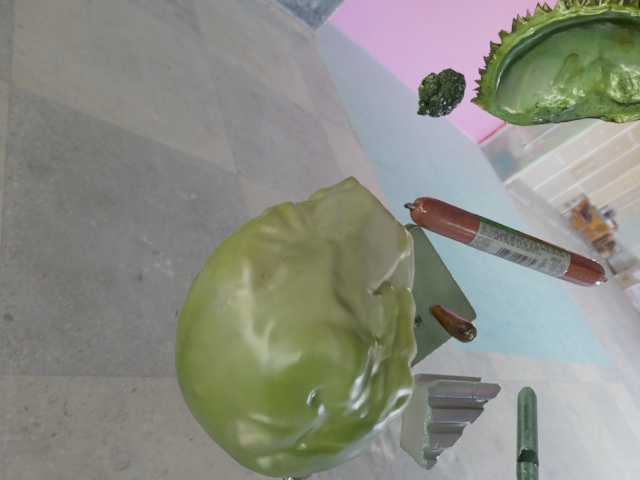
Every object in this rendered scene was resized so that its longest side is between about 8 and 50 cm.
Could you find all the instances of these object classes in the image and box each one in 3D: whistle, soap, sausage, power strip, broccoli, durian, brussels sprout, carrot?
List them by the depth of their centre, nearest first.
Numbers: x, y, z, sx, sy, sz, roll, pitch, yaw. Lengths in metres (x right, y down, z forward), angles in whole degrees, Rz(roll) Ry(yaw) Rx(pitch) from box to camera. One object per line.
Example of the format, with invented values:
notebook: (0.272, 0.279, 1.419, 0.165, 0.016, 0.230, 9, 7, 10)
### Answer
sausage: (0.174, 0.004, 0.445, 0.223, 0.029, 0.029, 19, 39, -15)
brussels sprout: (-0.019, 0.096, 0.517, 0.243, 0.316, 0.273, 35, 28, 0)
carrot: (0.189, 0.118, 0.700, 0.032, 0.032, 0.093, 39, 1, -22)
durian: (0.434, -0.293, 0.806, 0.163, 0.394, 0.198, -1, 102, -53)
power strip: (0.142, 0.100, 0.851, 0.198, 0.064, 0.213, -28, 81, -25)
whistle: (0.598, 0.570, 1.413, 0.062, 0.062, 0.312, 42, 43, -18)
broccoli: (0.346, -0.423, 1.419, 0.146, 0.162, 0.138, 10, 32, -46)
soap: (0.409, 0.561, 1.542, 0.302, 0.159, 0.257, 9, 83, -23)

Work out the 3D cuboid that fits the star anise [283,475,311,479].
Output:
star anise: (-0.060, 0.395, 0.964, 0.065, 0.195, 0.182, -17, 116, -57)
